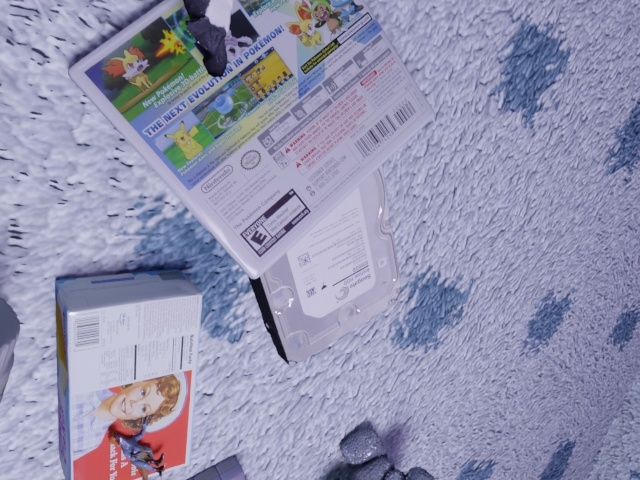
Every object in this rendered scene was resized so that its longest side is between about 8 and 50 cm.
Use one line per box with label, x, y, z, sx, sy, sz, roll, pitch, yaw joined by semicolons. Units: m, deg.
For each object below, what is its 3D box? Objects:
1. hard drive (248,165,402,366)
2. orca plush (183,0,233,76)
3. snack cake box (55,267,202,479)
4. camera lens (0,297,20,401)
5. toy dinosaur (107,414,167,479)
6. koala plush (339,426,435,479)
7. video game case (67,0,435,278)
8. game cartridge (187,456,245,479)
hard drive;0.000;0.000;0.739;0.237;0.064;0.338;-27;124;-23
orca plush;-0.105;-0.313;0.511;0.151;0.102;0.286;3;92;-54
snack cake box;-0.243;0.177;0.627;0.152;0.089;0.264;-4;112;-36
camera lens;-0.417;0.166;0.415;0.220;0.219;0.274;25;94;-39
toy dinosaur;-0.226;0.258;0.593;0.082;0.047;0.090;33;100;-22
koala plush;0.078;0.517;0.920;0.221;0.196;0.203;-28;132;-39
video game case;-0.055;-0.170;0.589;0.329;0.036;0.300;-43;109;-12
game cartridge;-0.207;0.554;0.836;0.230;0.068;0.354;-17;119;-24
